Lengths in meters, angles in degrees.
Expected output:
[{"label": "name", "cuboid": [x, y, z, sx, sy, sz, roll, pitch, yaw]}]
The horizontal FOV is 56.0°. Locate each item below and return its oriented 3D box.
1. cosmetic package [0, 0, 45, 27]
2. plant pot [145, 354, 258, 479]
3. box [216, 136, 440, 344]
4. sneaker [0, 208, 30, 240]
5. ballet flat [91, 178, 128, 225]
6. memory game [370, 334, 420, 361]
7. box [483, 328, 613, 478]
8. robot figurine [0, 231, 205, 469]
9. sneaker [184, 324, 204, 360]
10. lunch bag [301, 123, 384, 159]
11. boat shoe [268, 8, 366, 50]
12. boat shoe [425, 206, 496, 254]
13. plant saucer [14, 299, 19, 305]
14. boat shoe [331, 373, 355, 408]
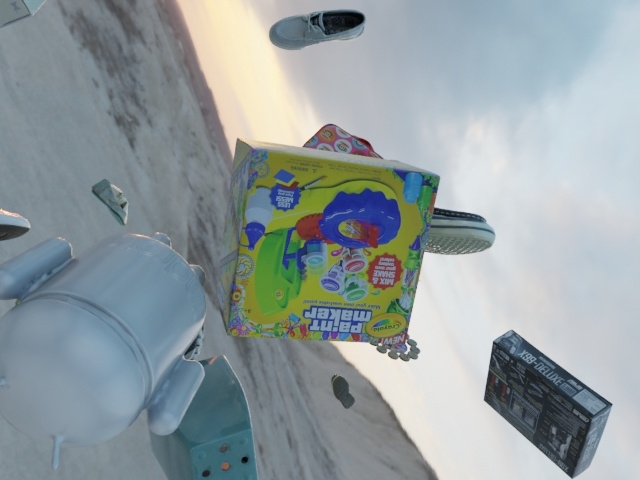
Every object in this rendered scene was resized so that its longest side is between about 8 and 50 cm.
[{"label": "cosmetic package", "cuboid": [-0.581, -0.503, 1.122, 0.309, 0.160, 0.113, -92, 164, -50]}, {"label": "plant pot", "cuboid": [-0.203, 0.339, 1.067, 0.234, 0.165, 0.165, 23, -59, 61]}, {"label": "box", "cuboid": [0.000, 0.000, 0.964, 0.177, 0.290, 0.279, -136, -127, -69]}, {"label": "sneaker", "cuboid": [-0.766, -0.072, 1.313, 0.290, 0.106, 0.123, 17, 50, -68]}, {"label": "ballet flat", "cuboid": [-0.610, -0.112, 1.796, 0.072, 0.068, 0.213, 42, -15, 21]}, {"label": "memory game", "cuboid": [0.231, 0.322, 1.907, 0.186, 0.186, 0.012, -119, -136, -57]}, {"label": "box", "cuboid": [0.562, 0.413, 1.531, 0.307, 0.076, 0.242, 40, -35, 44]}, {"label": "robot figurine", "cuboid": [-0.283, 0.122, 0.788, 0.300, 0.200, 0.353, 41, 30, -8]}, {"label": "sneaker", "cuboid": [-0.319, 0.242, 1.224, 0.078, 0.234, 0.106, 35, 10, 38]}, {"label": "lunch bag", "cuboid": [0.086, -0.277, 2.121, 0.293, 0.258, 0.120, 38, -32, 6]}, {"label": "boat shoe", "cuboid": [-0.005, -0.493, 1.376, 0.081, 0.227, 0.079, 152, -71, -81]}, {"label": "boat shoe", "cuboid": [0.153, -0.075, 1.337, 0.500, 0.156, 0.187, 14, -8, 41]}, {"label": "plant saucer", "cuboid": [-0.824, 0.162, 1.880, 0.241, 0.241, 0.037, 95, -20, -76]}, {"label": "boat shoe", "cuboid": [0.058, 0.442, 1.778, 0.049, 0.056, 0.152, 36, -25, 46]}]
